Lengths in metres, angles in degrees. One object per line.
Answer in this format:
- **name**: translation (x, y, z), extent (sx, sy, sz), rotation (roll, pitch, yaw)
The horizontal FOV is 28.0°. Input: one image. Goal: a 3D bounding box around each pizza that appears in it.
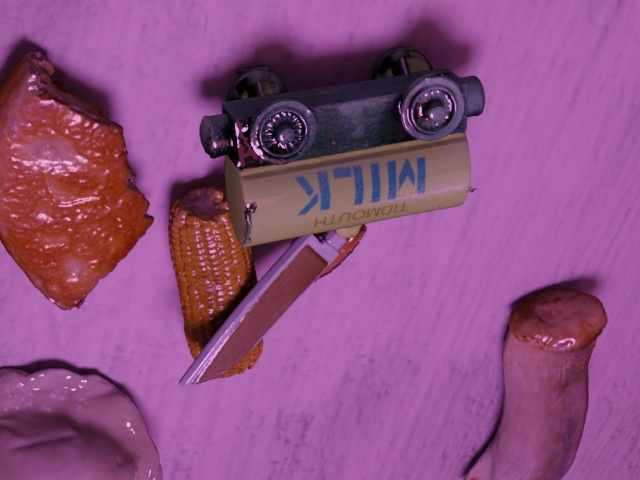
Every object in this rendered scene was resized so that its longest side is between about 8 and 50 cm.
- **pizza**: translation (0.000, 0.000, 1.250), extent (0.083, 0.025, 0.078), rotation (-41, 138, 7)
- **pizza**: translation (-0.221, -0.045, 1.098), extent (0.134, 0.056, 0.271), rotation (-16, 134, -4)

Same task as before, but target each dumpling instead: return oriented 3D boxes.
- **dumpling**: translation (-0.264, 0.221, 1.274), extent (0.258, 0.147, 0.193), rotation (32, 72, -29)

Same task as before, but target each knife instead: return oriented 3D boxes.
- **knife**: translation (-0.010, 0.009, 1.189), extent (0.343, 0.027, 0.061), rotation (-48, 147, 0)

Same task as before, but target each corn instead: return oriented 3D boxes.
- **corn**: translation (-0.098, 0.046, 1.216), extent (0.080, 0.080, 0.238), rotation (-15, 135, -9)

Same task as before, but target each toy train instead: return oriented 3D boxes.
- **toy train**: translation (0.022, -0.073, 1.116), extent (0.253, 0.105, 0.157), rotation (-11, 117, -17)

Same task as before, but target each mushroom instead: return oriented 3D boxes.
- **mushroom**: translation (0.249, 0.197, 1.493), extent (0.122, 0.095, 0.351), rotation (7, 130, -2)
